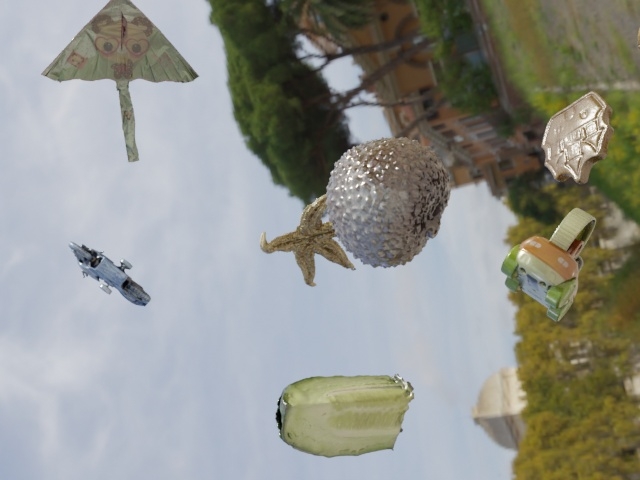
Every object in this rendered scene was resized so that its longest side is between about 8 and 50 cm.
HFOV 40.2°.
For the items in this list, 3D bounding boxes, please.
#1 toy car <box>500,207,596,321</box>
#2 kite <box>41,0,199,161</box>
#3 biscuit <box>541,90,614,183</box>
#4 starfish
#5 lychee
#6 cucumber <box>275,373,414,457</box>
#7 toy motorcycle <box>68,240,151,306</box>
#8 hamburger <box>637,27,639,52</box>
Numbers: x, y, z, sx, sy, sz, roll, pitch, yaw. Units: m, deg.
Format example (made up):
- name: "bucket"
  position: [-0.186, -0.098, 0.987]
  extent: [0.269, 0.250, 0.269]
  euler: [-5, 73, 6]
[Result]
- name: "toy car"
  position: [0.509, 0.036, 1.860]
  extent: [0.145, 0.235, 0.235]
  euler: [37, -175, 24]
- name: "kite"
  position: [-0.295, -0.239, 1.297]
  extent: [0.012, 0.229, 0.250]
  euler: [-137, 45, -72]
- name: "biscuit"
  position: [0.556, -0.215, 1.900]
  extent: [0.034, 0.182, 0.215]
  euler: [24, -128, -27]
- name: "starfish"
  position: [-0.001, -0.003, 2.221]
  extent: [0.302, 0.299, 0.060]
  euler: [72, 173, -47]
- name: "lychee"
  position: [0.142, -0.088, 1.928]
  extent: [0.300, 0.300, 0.300]
  euler: [-14, -90, -71]
- name: "cucumber"
  position: [0.027, 0.329, 1.664]
  extent: [0.325, 0.105, 0.145]
  euler: [5, -74, -42]
- name: "toy motorcycle"
  position: [-0.532, 0.084, 2.199]
  extent: [0.254, 0.135, 0.092]
  euler: [39, -106, -15]
- name: "hamburger"
  position: [0.858, -0.482, 2.097]
  extent: [0.177, 0.113, 0.186]
  euler: [-7, -70, -29]
